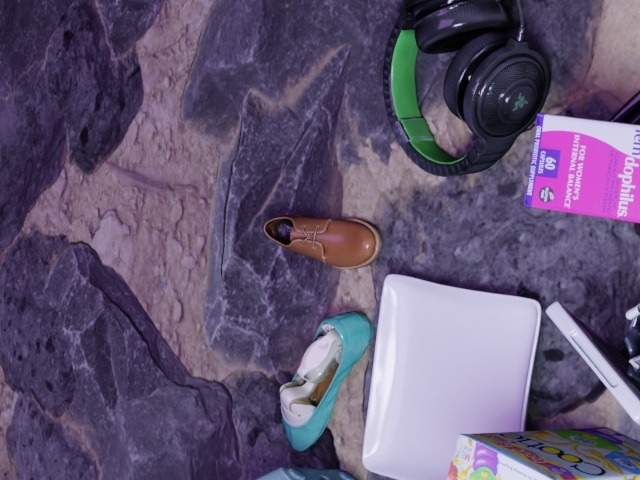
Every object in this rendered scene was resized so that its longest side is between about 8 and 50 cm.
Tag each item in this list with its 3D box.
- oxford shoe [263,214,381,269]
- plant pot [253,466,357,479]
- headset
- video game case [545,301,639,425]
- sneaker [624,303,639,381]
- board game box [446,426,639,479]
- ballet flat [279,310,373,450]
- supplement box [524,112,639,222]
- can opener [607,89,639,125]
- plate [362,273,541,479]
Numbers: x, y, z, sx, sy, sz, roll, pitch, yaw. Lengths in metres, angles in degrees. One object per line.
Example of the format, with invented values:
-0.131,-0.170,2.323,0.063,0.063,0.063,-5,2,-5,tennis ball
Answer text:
0.000,0.000,2.069,0.212,0.076,0.076,7,89,45,oxford shoe
-0.025,0.453,1.941,0.247,0.248,0.252,43,111,40,plant pot
0.226,-0.252,1.840,0.243,0.185,0.394,65,144,23,headset
0.346,0.161,1.604,0.022,0.190,0.173,-43,53,10,video game case
0.407,0.164,1.564,0.094,0.153,0.235,-32,64,41,sneaker
0.278,0.303,1.598,0.144,0.275,0.142,22,102,45,board game box
-0.013,0.203,2.053,0.083,0.087,0.247,47,120,38,ballet flat
0.360,-0.077,1.624,0.220,0.114,0.111,9,94,26,supplement box
0.354,-0.124,1.719,0.186,0.073,0.059,-37,52,28,can opener
0.179,0.198,1.881,0.277,0.045,0.278,9,93,46,plate
